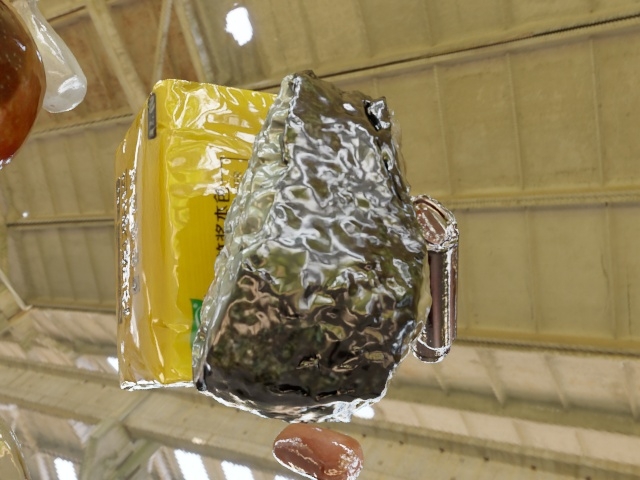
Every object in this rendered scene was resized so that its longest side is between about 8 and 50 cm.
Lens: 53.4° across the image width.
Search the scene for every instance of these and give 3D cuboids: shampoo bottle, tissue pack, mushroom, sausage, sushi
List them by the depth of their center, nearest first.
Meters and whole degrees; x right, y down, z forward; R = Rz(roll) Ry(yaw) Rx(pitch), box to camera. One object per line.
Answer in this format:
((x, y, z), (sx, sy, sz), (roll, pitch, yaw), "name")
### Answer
((0.000, 0.000, 0.578), (0.170, 0.350, 0.211), (18, -49, -12), "sushi")
((-0.165, 0.014, 0.898), (0.293, 0.228, 0.382), (-25, -112, 59), "tissue pack")
((-0.006, 0.308, 0.928), (0.194, 0.077, 0.077), (-8, -63, 57), "sausage")
((0.175, 0.081, 1.026), (0.323, 0.084, 0.129), (77, -13, -45), "shampoo bottle")
((-0.466, -0.316, 1.057), (0.096, 0.088, 0.213), (-18, -83, 36), "mushroom")

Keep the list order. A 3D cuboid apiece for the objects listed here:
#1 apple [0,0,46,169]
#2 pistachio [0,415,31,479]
((-0.363, -0.160, 0.564), (0.229, 0.230, 0.230), (18, -51, 24), "apple")
((-0.438, 0.335, 0.793), (0.197, 0.166, 0.288), (-9, -85, 10), "pistachio")
